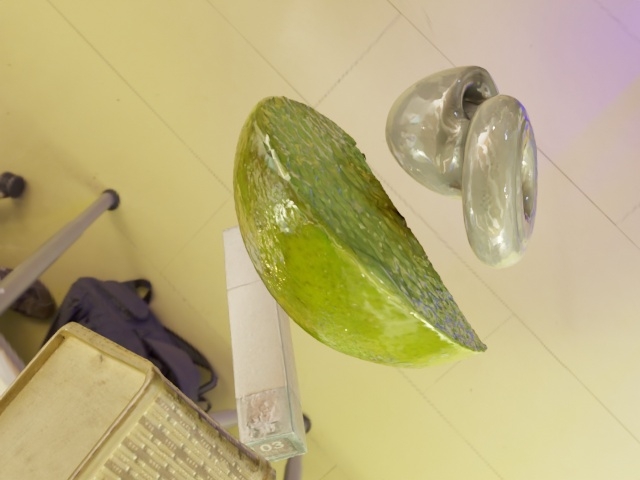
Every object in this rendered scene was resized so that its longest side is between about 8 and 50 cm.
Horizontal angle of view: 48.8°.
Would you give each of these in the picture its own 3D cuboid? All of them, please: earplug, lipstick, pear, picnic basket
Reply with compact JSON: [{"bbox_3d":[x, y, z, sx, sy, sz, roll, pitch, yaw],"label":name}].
[{"bbox_3d":[0.195,-0.105,0.925,0.175,0.325,0.214,-18,129,1],"label":"earplug"},{"bbox_3d":[-0.088,0.133,1.040,0.080,0.076,0.371,-17,50,6],"label":"lipstick"},{"bbox_3d":[-0.005,-0.001,0.624,0.139,0.239,0.288,-35,62,11],"label":"pear"},{"bbox_3d":[-0.221,0.255,0.596,0.313,0.228,0.175,-53,123,-21],"label":"picnic basket"}]
